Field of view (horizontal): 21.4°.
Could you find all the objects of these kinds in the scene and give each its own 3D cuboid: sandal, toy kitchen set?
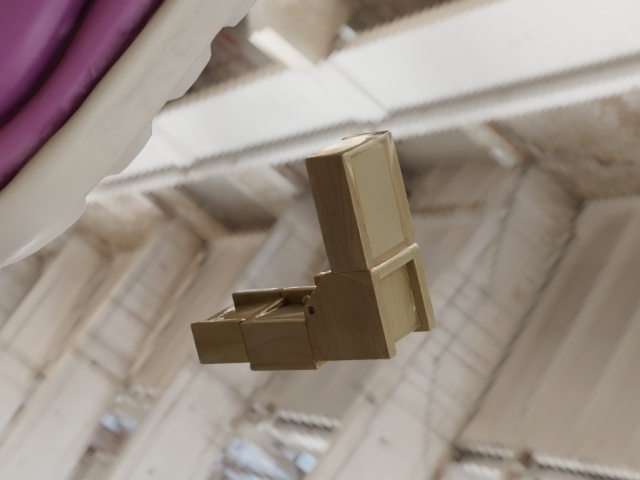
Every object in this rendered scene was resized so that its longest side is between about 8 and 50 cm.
[{"bbox_3d":[-0.045,-0.181,0.515,0.416,0.169,0.102,-66,157,-4],"label":"sandal"},{"bbox_3d":[0.000,0.000,0.613,0.083,0.075,0.068,-5,-165,35],"label":"toy kitchen set"}]
